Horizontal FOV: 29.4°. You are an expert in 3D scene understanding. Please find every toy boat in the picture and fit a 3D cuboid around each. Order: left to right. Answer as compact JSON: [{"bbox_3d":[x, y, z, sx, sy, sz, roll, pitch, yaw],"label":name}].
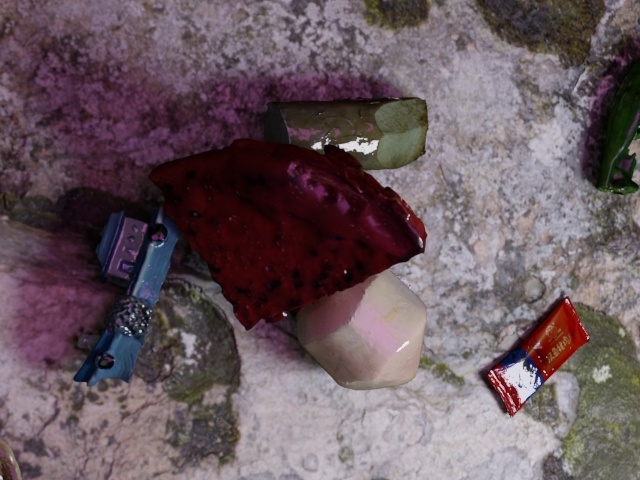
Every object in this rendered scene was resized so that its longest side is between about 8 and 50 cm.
[{"bbox_3d":[-0.251,0.069,1.523,0.098,0.109,0.238,18,75,-5],"label":"toy boat"}]

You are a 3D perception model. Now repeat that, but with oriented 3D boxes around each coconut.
[{"bbox_3d":[0.067,0.120,1.647,0.183,0.171,0.171,43,70,-16],"label":"coconut"}]

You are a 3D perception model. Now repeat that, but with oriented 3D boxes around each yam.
[{"bbox_3d":[0.049,-0.147,1.685,0.259,0.106,0.106,-5,90,-26],"label":"yam"}]

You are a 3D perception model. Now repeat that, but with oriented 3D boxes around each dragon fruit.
[{"bbox_3d":[0.000,0.000,1.518,0.302,0.330,0.240,0,93,-53],"label":"dragon fruit"}]

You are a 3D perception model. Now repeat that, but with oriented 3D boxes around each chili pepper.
[{"bbox_3d":[0.500,-0.186,1.929,0.099,0.083,0.253,32,77,-32],"label":"chili pepper"}]

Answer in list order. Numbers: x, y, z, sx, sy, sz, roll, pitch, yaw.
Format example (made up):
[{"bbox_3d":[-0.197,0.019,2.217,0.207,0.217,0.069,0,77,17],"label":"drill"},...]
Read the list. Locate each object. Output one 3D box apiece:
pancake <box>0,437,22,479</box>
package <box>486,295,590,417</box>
[{"bbox_3d":[-0.427,0.296,1.459,0.151,0.025,0.152,2,85,-27],"label":"pancake"},{"bbox_3d":[0.334,0.176,1.857,0.200,0.022,0.083,-40,105,-25],"label":"package"}]
